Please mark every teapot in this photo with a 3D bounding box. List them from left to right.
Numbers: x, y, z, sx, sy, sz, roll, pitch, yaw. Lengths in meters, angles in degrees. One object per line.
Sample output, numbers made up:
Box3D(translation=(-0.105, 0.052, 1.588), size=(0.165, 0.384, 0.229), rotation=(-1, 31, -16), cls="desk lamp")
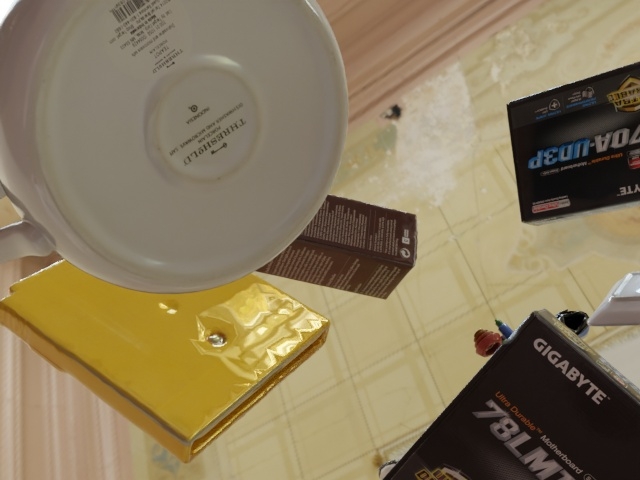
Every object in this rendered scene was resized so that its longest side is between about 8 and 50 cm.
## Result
Box3D(translation=(-0.121, -0.090, 0.511), size=(0.187, 0.256, 0.252), rotation=(25, -73, 52), cls="teapot")

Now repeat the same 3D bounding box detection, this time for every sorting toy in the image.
Box3D(translation=(0.288, 0.161, 1.190), size=(0.061, 0.102, 0.042), rotation=(-57, -134, 21), cls="sorting toy")

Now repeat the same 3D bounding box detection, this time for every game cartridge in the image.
Box3D(translation=(-0.194, 0.103, 0.922), size=(0.324, 0.285, 0.052), rotation=(28, -55, 23), cls="game cartridge")

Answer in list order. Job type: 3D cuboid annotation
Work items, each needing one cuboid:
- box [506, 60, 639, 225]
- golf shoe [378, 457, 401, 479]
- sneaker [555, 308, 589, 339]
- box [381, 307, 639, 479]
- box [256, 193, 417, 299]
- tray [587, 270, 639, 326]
Box3D(translation=(0.363, -0.124, 0.947), size=(0.220, 0.051, 0.175), rotation=(-12, -102, 38), cls="box")
Box3D(translation=(0.188, 0.469, 1.352), size=(0.198, 0.077, 0.094), rotation=(-1, -134, 35), cls="golf shoe")
Box3D(translation=(0.450, 0.183, 1.403), size=(0.152, 0.084, 0.058), rotation=(-23, -124, 2), cls="sneaker")
Box3D(translation=(0.265, 0.281, 0.819), size=(0.295, 0.073, 0.293), rotation=(44, -70, 21), cls="box")
Box3D(translation=(0.000, 0.000, 1.585), size=(0.191, 0.382, 0.143), rotation=(119, -20, -59), cls="box")
Box3D(translation=(0.464, 0.058, 0.851), size=(0.270, 0.145, 0.030), rotation=(-8, -76, 38), cls="tray")
